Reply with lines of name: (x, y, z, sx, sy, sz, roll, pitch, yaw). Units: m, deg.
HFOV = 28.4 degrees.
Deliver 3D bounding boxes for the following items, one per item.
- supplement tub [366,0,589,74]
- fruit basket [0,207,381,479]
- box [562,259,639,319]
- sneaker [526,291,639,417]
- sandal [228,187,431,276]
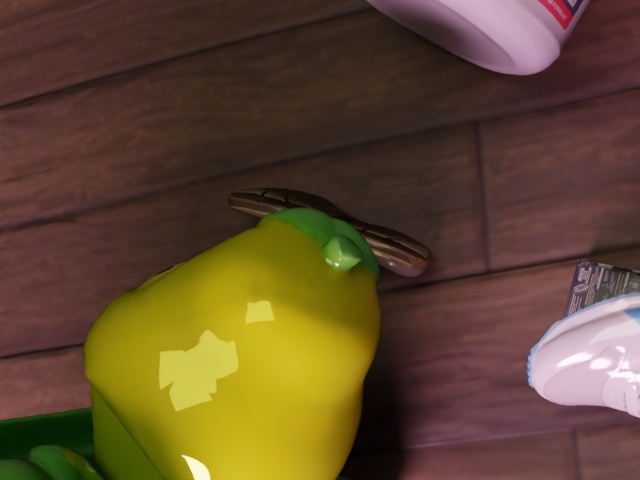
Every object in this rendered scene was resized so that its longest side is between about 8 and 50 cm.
supplement tub: (0.144, -0.274, 0.899, 0.191, 0.191, 0.272, 30, 90, 31)
fruit basket: (-0.113, 0.138, 0.803, 0.283, 0.392, 0.392, 15, 82, 30)
box: (0.200, 0.060, 0.867, 0.067, 0.018, 0.083, 11, 80, 30)
sneaker: (0.240, 0.087, 0.775, 0.228, 0.087, 0.092, -3, 58, 17)
sandal: (0.000, 0.000, 0.969, 0.180, 0.072, 0.049, 23, 107, 27)
